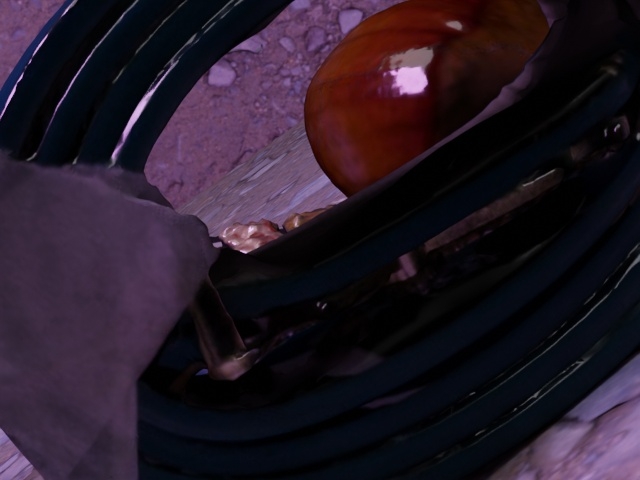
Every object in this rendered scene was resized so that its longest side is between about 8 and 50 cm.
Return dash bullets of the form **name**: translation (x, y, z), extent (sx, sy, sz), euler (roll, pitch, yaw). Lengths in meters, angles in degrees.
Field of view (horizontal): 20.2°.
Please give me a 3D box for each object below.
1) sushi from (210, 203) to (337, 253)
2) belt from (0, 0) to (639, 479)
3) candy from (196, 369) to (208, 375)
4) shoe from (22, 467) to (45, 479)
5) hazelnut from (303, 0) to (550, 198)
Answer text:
- **sushi**: translation (0.000, 0.000, 1.188), extent (0.210, 0.040, 0.193), euler (-9, 20, -4)
- **belt**: translation (0.013, -0.040, 0.892), extent (0.436, 0.300, 0.173), euler (-35, 8, -14)
- **candy**: translation (-0.036, 0.073, 1.234), extent (0.187, 0.077, 0.331), euler (-35, 11, 23)
- **shoe**: translation (-0.154, 0.189, 1.018), extent (0.098, 0.103, 0.275), euler (-40, 3, -13)
- **hazelnut**: translation (0.098, -0.075, 1.109), extent (0.181, 0.212, 0.181), euler (-63, 29, 22)
